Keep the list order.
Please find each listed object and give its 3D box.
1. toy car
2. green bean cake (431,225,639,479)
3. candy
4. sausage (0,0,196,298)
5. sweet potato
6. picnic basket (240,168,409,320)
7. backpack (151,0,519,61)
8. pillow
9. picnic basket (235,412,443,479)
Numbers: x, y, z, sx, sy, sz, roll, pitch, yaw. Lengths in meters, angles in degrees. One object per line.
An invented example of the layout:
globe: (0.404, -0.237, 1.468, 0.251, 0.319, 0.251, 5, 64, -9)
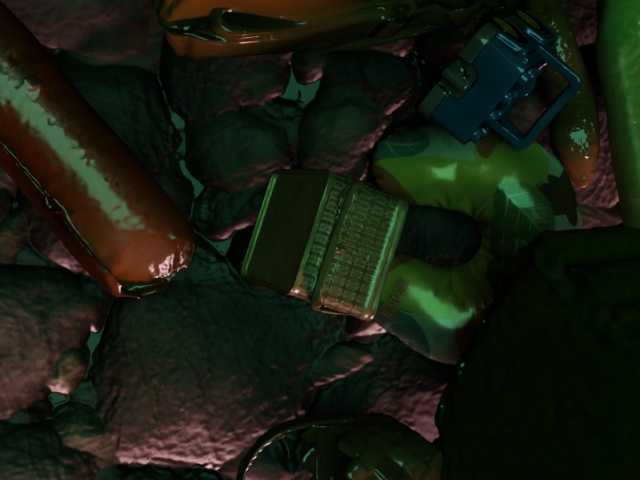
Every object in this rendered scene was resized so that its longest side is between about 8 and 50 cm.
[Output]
toy car: (0.165, -0.137, 0.868, 0.100, 0.191, 0.097, 42, 119, 7)
green bean cake: (0.267, 0.184, 0.808, 0.218, 0.319, 0.335, -5, 129, -28)
candy: (0.341, -0.135, 0.951, 0.142, 0.132, 0.344, -7, 94, 6)
sausage: (-0.235, -0.090, 0.841, 0.102, 0.102, 0.330, -40, 100, -7)
sweet potato: (0.237, -0.159, 0.961, 0.065, 0.051, 0.219, -14, 90, -54)
picnic basket: (0.000, 0.000, 0.866, 0.079, 0.164, 0.115, 19, 89, -22)
backpack: (0.032, -0.276, 0.778, 0.378, 0.353, 0.201, 2, 70, -42)
pillow: (0.146, 0.005, 0.945, 0.214, 0.086, 0.233, 7, 95, -2)
picnic basket: (0.008, 0.221, 0.894, 0.178, 0.138, 0.128, -5, 96, -18)
